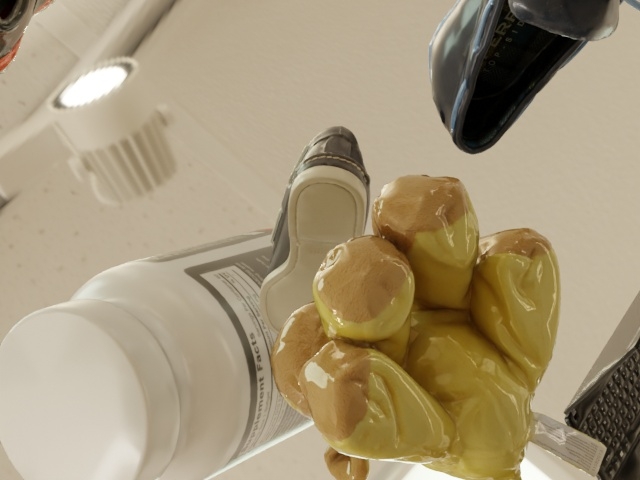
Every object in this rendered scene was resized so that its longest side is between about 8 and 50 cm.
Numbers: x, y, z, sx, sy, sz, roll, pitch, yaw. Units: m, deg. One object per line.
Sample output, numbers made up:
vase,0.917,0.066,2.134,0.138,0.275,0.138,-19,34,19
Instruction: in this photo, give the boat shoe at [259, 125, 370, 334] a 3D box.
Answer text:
boat shoe,0.000,0.000,0.934,0.075,0.065,0.206,10,-38,-2

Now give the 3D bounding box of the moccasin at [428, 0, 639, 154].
moccasin,0.193,-0.192,0.964,0.137,0.117,0.342,9,-38,-14

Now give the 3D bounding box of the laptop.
laptop,0.365,0.130,1.307,0.234,0.136,0.264,-48,-62,-33

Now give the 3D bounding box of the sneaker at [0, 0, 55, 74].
sneaker,-0.182,-0.168,0.765,0.061,0.158,0.065,19,-38,-15

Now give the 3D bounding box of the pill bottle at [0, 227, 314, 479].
pill bottle,-0.118,0.112,1.187,0.363,0.210,0.210,-15,-55,-58

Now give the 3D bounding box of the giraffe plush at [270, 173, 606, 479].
giraffe plush,0.045,0.073,0.764,0.210,0.170,0.181,48,-116,-23
